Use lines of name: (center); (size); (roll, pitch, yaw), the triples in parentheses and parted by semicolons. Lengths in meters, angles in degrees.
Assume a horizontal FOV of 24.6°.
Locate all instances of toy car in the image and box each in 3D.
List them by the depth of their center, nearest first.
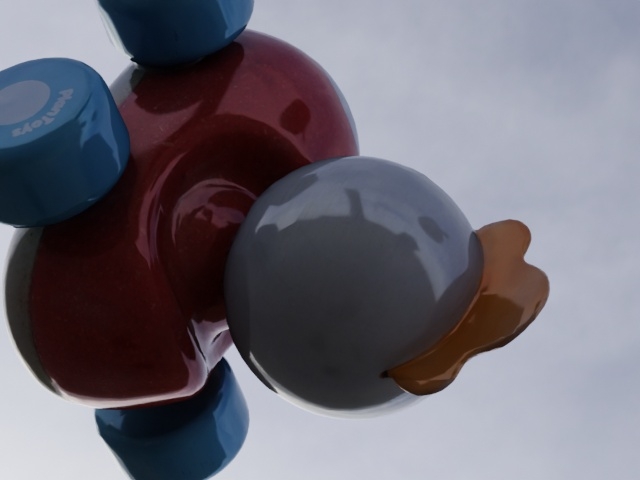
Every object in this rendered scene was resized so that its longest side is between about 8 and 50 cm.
toy car: (0.000, 0.000, 0.657); (0.238, 0.210, 0.219); (11, -42, 30)
